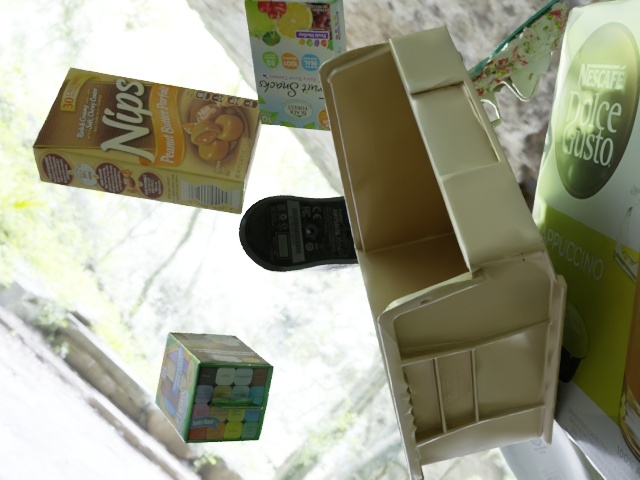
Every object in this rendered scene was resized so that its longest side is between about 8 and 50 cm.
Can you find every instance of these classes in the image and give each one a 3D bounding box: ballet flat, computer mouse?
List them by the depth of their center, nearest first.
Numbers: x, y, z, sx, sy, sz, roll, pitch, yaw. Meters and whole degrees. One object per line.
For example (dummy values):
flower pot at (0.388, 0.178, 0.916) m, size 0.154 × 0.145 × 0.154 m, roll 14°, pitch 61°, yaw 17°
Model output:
ballet flat at (0.201, -0.177, 0.908) m, size 0.077 × 0.241 × 0.091 m, roll 55°, pitch 17°, yaw 6°
computer mouse at (0.000, 0.000, 1.209) m, size 0.272 × 0.188 × 0.072 m, roll 3°, pitch -11°, yaw -19°

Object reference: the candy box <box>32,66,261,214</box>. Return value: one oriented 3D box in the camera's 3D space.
candy box at (-0.260, -0.157, 1.219) m, size 0.316 × 0.183 × 0.087 m, roll 10°, pitch -38°, yaw -2°

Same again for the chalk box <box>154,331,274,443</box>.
chalk box at (-0.164, 0.241, 1.244) m, size 0.132 × 0.132 × 0.213 m, roll 8°, pitch 8°, yaw -29°

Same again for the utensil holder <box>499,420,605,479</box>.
utensil holder at (0.452, 0.198, 1.084) m, size 0.327 × 0.385 × 0.328 m, roll 158°, pitch -90°, yaw -79°

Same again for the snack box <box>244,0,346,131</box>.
snack box at (-0.022, -0.191, 0.835) m, size 0.100 × 0.037 × 0.141 m, roll 10°, pitch -54°, yaw 23°

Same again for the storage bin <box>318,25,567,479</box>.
storage bin at (0.092, 0.010, 0.634) m, size 0.260 × 0.123 × 0.262 m, roll 75°, pitch 4°, yaw -48°

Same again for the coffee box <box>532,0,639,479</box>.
coffee box at (0.371, 0.008, 0.559) m, size 0.338 × 0.334 × 0.337 m, roll 5°, pitch 13°, yaw -8°
